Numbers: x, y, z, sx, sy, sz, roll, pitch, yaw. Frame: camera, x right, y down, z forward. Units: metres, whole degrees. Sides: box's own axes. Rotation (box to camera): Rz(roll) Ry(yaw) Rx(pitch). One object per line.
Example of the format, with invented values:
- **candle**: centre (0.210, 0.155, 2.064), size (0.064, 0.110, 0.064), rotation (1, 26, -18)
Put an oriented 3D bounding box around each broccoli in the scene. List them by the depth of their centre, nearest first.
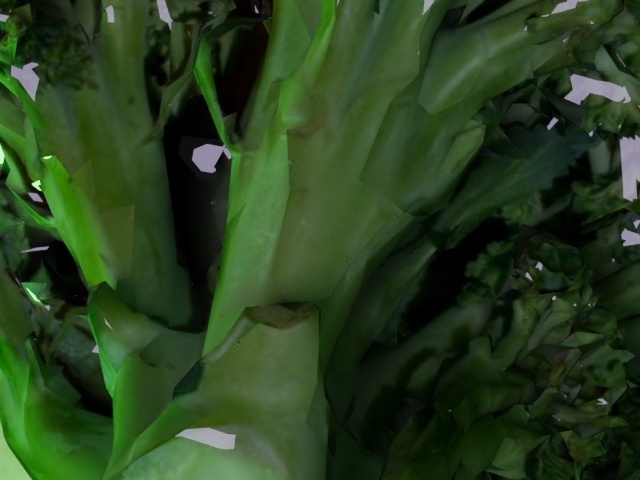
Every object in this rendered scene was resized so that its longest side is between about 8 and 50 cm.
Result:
- **broccoli**: centre (0.000, 0.000, 0.541), size (0.308, 0.275, 0.308), rotation (4, 117, 7)
